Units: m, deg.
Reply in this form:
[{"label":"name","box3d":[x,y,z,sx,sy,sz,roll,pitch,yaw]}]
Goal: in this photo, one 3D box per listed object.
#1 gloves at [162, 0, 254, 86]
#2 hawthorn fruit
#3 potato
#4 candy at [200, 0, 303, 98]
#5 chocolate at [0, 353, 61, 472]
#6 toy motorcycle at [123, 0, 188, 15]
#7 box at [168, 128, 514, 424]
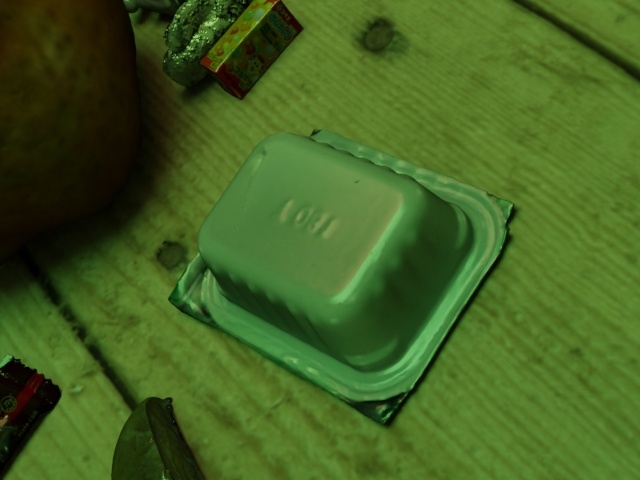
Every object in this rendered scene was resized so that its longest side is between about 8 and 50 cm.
[{"label":"gloves","box3d":[-0.138,-0.259,1.634,0.070,0.114,0.153,39,86,14]},{"label":"hawthorn fruit","box3d":[-0.441,-0.194,1.574,0.472,0.472,0.472,-17,53,24]},{"label":"potato","box3d":[-0.172,0.257,1.322,0.120,0.100,0.261,-41,47,3]},{"label":"candy","box3d":[-0.084,-0.237,1.613,0.122,0.062,0.038,-49,49,-4]},{"label":"chocolate","box3d":[-0.374,0.220,1.501,0.086,0.028,0.182,38,80,-3]},{"label":"toy motorcycle","box3d":[-0.213,-0.368,1.778,0.152,0.073,0.225,-34,49,14]},{"label":"box","box3d":[0.000,0.000,1.376,0.337,0.106,0.264,24,76,41]}]
